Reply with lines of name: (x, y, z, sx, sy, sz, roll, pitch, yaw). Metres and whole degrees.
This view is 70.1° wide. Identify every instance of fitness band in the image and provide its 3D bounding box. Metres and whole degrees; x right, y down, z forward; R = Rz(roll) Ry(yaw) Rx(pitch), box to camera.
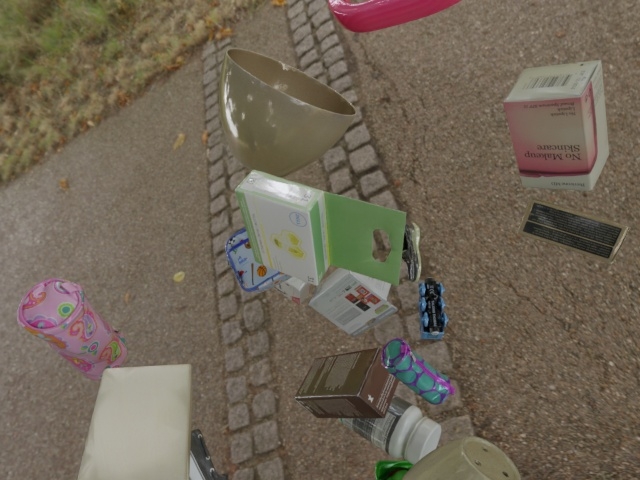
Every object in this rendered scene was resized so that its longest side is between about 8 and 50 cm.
fitness band: (0.140, -0.432, 0.714, 0.291, 0.054, 0.209, 2, 65, 38)

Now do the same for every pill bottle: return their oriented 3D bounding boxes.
pill bottle: (0.263, 0.699, 1.760, 0.361, 0.204, 0.204, 21, 84, 35)

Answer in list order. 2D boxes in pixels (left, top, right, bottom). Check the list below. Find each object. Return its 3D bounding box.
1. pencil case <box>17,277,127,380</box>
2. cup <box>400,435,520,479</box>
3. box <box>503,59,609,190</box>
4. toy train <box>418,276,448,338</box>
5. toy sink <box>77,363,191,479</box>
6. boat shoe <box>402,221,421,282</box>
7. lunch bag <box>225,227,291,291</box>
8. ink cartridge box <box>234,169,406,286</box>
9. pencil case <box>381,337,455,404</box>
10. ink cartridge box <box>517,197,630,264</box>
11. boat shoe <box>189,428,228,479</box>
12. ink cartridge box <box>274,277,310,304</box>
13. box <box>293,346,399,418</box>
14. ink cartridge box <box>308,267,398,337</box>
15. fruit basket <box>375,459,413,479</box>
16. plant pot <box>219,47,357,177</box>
pencil case: (-0.499, 0.190, 0.949, 0.124, 0.284, 0.124, 0, 56, 0)
cup: (0.410, 0.687, 1.249, 0.331, 0.331, 0.237, 43, 116, 47)
box: (0.496, -0.232, 0.952, 0.149, 0.232, 0.127, 11, 54, 44)
toy train: (0.333, 0.206, 1.379, 0.080, 0.105, 0.184, 1, 58, 2)
toy sink: (-0.297, 0.343, 0.768, 0.234, 0.153, 0.131, -111, 25, -53)
boat shoe: (0.327, 0.044, 1.692, 0.080, 0.073, 0.223, 172, 97, -77)
lunch bag: (-0.184, 0.032, 1.591, 0.303, 0.115, 0.243, -29, 71, 13)
ink cartridge box: (0.000, 0.000, 0.674, 0.235, 0.171, 0.056, 20, 54, 20)
pencil case: (0.187, 0.255, 0.883, 0.070, 0.152, 0.064, -26, 31, 46)
ink cartridge box: (0.561, -0.030, 1.036, 0.193, 0.235, 0.088, 23, 103, 23)
boat shoe: (-0.220, 0.488, 0.916, 0.228, 0.076, 0.080, 55, 139, 15)
ink cartridge box: (-0.158, 0.183, 2.133, 0.218, 0.158, 0.092, 33, 60, 18)
box: (0.092, 0.513, 1.621, 0.381, 0.143, 0.191, -29, 22, 51)
ink cartridge box: (0.151, 0.248, 1.977, 0.309, 0.272, 0.130, -42, 15, 40)
fruit basket: (0.311, 0.955, 1.588, 0.392, 0.283, 0.392, -177, 90, -84)
plant pot: (-0.092, -0.246, 0.955, 0.191, 0.284, 0.284, -61, 39, 27)
